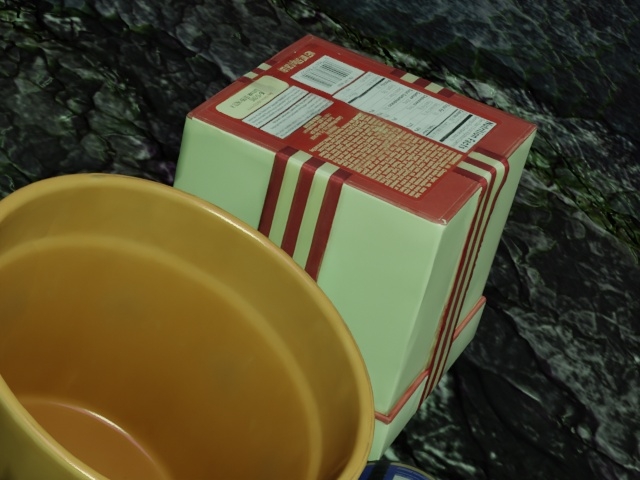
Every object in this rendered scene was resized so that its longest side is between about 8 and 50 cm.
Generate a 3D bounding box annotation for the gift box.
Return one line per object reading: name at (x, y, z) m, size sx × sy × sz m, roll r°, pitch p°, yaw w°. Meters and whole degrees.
gift box at (0.000, 0.000, 1.253) m, size 0.276 × 0.258 × 0.255 m, roll 26°, pitch 32°, yaw 20°

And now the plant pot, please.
plant pot at (-0.137, 0.126, 1.020) m, size 0.291 × 0.203 × 0.291 m, roll 23°, pitch 37°, yaw -18°

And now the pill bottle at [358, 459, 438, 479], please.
pill bottle at (0.037, 0.229, 1.047) m, size 0.123 × 0.123 × 0.219 m, roll 39°, pitch 7°, yaw 4°
